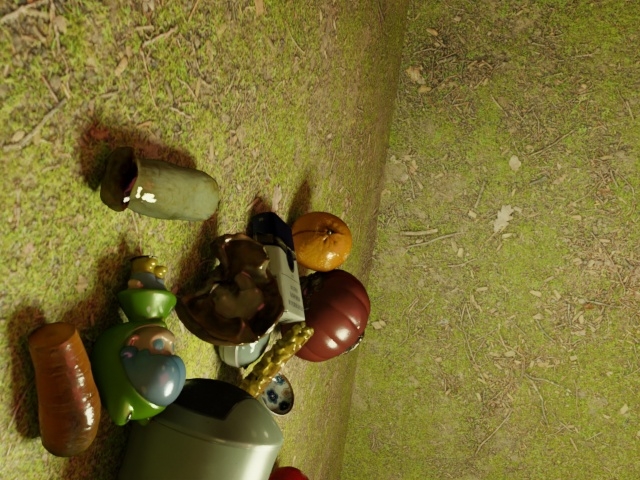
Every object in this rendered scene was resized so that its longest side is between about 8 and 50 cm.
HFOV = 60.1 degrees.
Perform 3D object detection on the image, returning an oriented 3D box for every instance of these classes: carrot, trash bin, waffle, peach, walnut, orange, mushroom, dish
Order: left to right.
[{"bbox_3d":[-0.356,0.212,0.778,0.087,0.087,0.194,-42,141,-64],"label":"carrot"},{"bbox_3d":[-0.255,-0.084,0.932,0.312,0.081,0.100,8,99,-75],"label":"mushroom"},{"bbox_3d":[-0.244,0.470,1.004,0.280,0.280,0.433,42,63,-71],"label":"trash bin"},{"bbox_3d":[-0.176,0.122,1.152,0.238,0.203,0.141,-62,180,-29],"label":"walnut"},{"bbox_3d":[-0.154,0.467,1.656,0.141,0.078,0.141,35,36,-30],"label":"dish"},{"bbox_3d":[-0.132,0.324,1.422,0.293,0.069,0.260,-50,173,-6],"label":"waffle"},{"bbox_3d":[-0.114,0.874,1.866,0.190,0.196,0.226,-47,164,8],"label":"peach"},{"bbox_3d":[0.000,0.000,1.648,0.161,0.193,0.194,105,5,-58],"label":"orange"}]

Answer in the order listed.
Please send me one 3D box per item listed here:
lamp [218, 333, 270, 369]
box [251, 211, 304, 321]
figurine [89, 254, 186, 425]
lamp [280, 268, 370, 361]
[{"bbox_3d":[-0.180,0.212,1.333,0.246,0.107,0.180,68,32,-61],"label":"lamp"},{"bbox_3d":[-0.106,0.073,1.398,0.168,0.071,0.260,46,34,-70],"label":"box"},{"bbox_3d":[-0.290,0.162,0.899,0.162,0.143,0.264,79,9,-71],"label":"figurine"},{"bbox_3d":[0.012,0.227,1.687,0.257,0.303,0.303,43,46,-18],"label":"lamp"}]
